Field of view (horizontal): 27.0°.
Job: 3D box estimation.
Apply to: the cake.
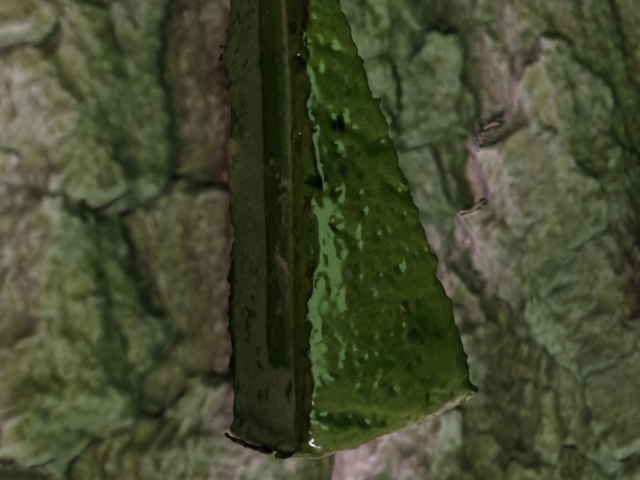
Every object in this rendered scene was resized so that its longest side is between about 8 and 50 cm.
[{"bbox_3d":[0.009,-0.018,0.649,0.099,0.100,0.235,-4,95,-29],"label":"cake"}]
